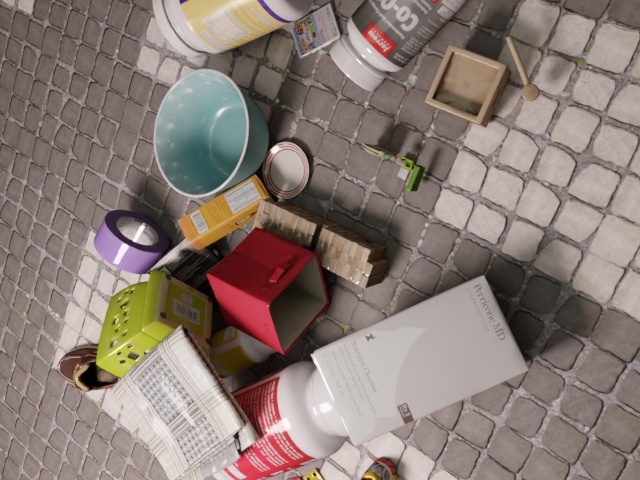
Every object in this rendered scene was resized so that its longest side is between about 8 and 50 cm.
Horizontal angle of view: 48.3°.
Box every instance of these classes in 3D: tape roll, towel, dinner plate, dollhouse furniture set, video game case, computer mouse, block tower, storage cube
[{"bbox_3d":[-0.518,0.003,1.962,0.189,0.189,0.080,43,113,22],"label":"tape roll"},{"bbox_3d":[-0.325,0.404,1.663,0.312,0.056,0.324,-40,81,28],"label":"towel"},{"bbox_3d":[-0.085,-0.175,1.784,0.141,0.017,0.141,2,93,31],"label":"dinner plate"},{"bbox_3d":[0.158,-0.166,1.601,0.151,0.076,0.059,29,107,26],"label":"dollhouse furniture set"},{"bbox_3d":[-0.012,-0.504,1.720,0.122,0.011,0.087,-20,84,31],"label":"video game case"},{"bbox_3d":[-0.347,0.197,1.965,0.242,0.041,0.071,-35,87,34],"label":"computer mouse"},{"bbox_3d":[0.000,0.000,1.702,0.335,0.097,0.091,26,106,26],"label":"block tower"},{"bbox_3d":[-0.120,0.118,1.684,0.193,0.184,0.215,24,145,30],"label":"storage cube"}]

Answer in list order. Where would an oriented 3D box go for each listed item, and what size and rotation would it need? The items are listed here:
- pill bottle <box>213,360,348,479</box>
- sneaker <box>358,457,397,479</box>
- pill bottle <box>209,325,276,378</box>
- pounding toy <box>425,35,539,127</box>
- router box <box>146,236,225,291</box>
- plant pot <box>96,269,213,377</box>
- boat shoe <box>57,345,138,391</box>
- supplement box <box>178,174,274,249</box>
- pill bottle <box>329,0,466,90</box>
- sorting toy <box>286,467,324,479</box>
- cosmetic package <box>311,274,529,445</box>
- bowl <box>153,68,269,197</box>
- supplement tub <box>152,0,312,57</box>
[{"bbox_3d":[-0.081,0.425,1.699,0.407,0.229,0.229,-29,78,30],"label":"pill bottle"},{"bbox_3d":[0.100,0.620,1.682,0.088,0.092,0.225,24,106,28],"label":"sneaker"},{"bbox_3d":[-0.199,0.269,1.826,0.208,0.119,0.119,-27,80,30],"label":"pill bottle"},{"bbox_3d":[0.352,-0.327,1.467,0.206,0.094,0.181,26,102,18],"label":"pounding toy"},{"bbox_3d":[-0.352,0.073,1.901,0.179,0.046,0.133,-39,101,16],"label":"router box"},{"bbox_3d":[-0.400,0.224,1.809,0.207,0.228,0.227,-37,36,28],"label":"plant pot"},{"bbox_3d":[-0.683,0.389,2.128,0.341,0.123,0.123,3,95,31],"label":"boat shoe"},{"bbox_3d":[-0.234,-0.070,1.798,0.233,0.078,0.080,-28,73,3],"label":"supplement box"},{"bbox_3d":[0.161,-0.467,1.528,0.283,0.161,0.161,-44,71,26],"label":"pill bottle"},{"bbox_3d":[-0.014,0.715,1.786,0.132,0.046,0.275,-18,83,31],"label":"sorting toy"},{"bbox_3d":[0.206,0.243,1.477,0.384,0.156,0.217,-27,81,7],"label":"cosmetic package"},{"bbox_3d":[-0.252,-0.258,1.789,0.311,0.163,0.312,0,89,32],"label":"bowl"},{"bbox_3d":[-0.210,-0.590,1.700,0.331,0.241,0.241,-15,86,31],"label":"supplement tub"}]
